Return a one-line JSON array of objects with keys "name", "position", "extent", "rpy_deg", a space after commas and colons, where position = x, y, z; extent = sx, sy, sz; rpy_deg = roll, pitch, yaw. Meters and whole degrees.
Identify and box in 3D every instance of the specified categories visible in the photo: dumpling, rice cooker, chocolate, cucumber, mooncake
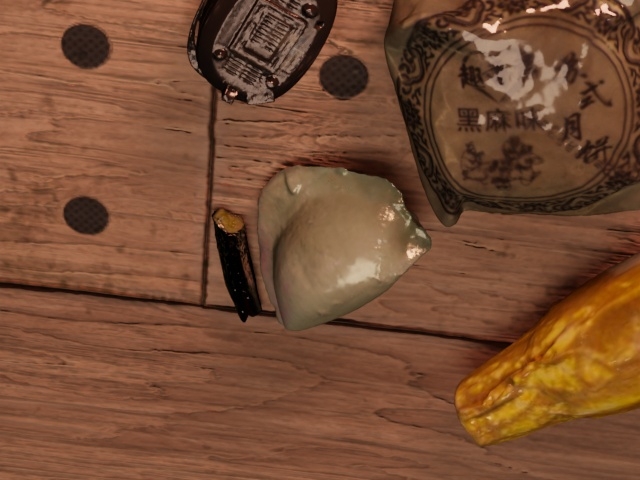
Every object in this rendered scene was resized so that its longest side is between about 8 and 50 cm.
[{"name": "dumpling", "position": [0.009, 0.004, 1.472], "extent": [0.104, 0.149, 0.216], "rpy_deg": [4, 146, -48]}, {"name": "rice cooker", "position": [-0.050, -0.199, 1.316], "extent": [0.112, 0.106, 0.165], "rpy_deg": [25, 113, -17]}, {"name": "chocolate", "position": [0.328, 0.090, 1.456], "extent": [0.445, 0.162, 0.162], "rpy_deg": [-30, 118, 25]}, {"name": "cucumber", "position": [-0.089, 0.027, 1.525], "extent": [0.034, 0.033, 0.135], "rpy_deg": [24, 135, 36]}, {"name": "mooncake", "position": [0.194, -0.130, 1.325], "extent": [0.254, 0.136, 0.250], "rpy_deg": [-7, 121, 9]}]
